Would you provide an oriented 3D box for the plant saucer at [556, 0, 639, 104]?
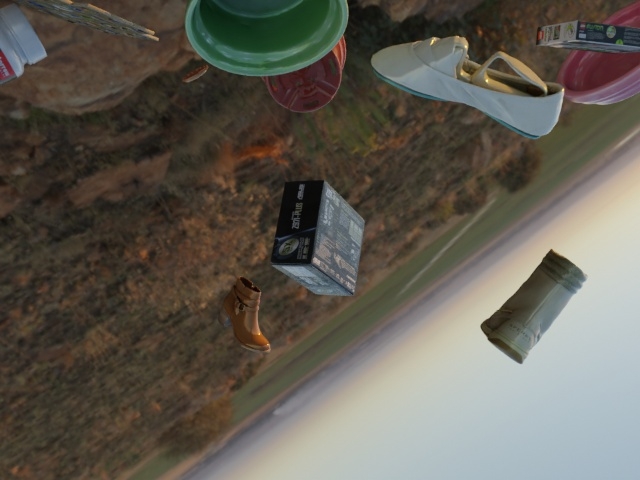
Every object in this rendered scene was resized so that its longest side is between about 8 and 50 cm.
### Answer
[{"bbox_3d":[0.746,-0.454,1.563,0.332,0.084,0.332,-42,-158,21],"label":"plant saucer"}]

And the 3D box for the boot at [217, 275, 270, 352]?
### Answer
[{"bbox_3d":[-0.193,0.206,1.768,0.073,0.197,0.152,-12,133,-62],"label":"boot"}]

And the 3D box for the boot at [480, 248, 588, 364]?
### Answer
[{"bbox_3d":[0.316,0.094,0.948,0.165,0.077,0.213,-55,169,5],"label":"boot"}]

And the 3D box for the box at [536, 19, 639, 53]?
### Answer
[{"bbox_3d":[0.539,-0.392,1.236,0.207,0.036,0.114,-1,-168,-21],"label":"box"}]

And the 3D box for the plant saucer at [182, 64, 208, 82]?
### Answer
[{"bbox_3d":[-0.354,-0.471,1.808,0.083,0.013,0.083,-24,-154,13],"label":"plant saucer"}]

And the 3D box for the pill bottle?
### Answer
[{"bbox_3d":[-0.804,-0.428,1.486,0.283,0.161,0.161,-34,168,-17],"label":"pill bottle"}]

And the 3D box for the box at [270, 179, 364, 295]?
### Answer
[{"bbox_3d":[0.000,0.000,1.087,0.077,0.147,0.180,0,161,27],"label":"box"}]

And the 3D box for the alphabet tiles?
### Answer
[{"bbox_3d":[-0.549,-0.515,1.452,0.285,0.342,0.011,7,100,-53],"label":"alphabet tiles"}]

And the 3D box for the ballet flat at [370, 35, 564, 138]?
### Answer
[{"bbox_3d":[0.305,-0.338,1.292,0.139,0.400,0.139,22,90,-89],"label":"ballet flat"}]

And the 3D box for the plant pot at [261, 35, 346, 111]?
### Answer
[{"bbox_3d":[-0.052,-0.488,1.761,0.272,0.272,0.265,-41,-156,17],"label":"plant pot"}]

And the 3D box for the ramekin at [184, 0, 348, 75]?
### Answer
[{"bbox_3d":[-0.108,-0.464,1.207,0.303,0.148,0.303,-8,158,-3],"label":"ramekin"}]
